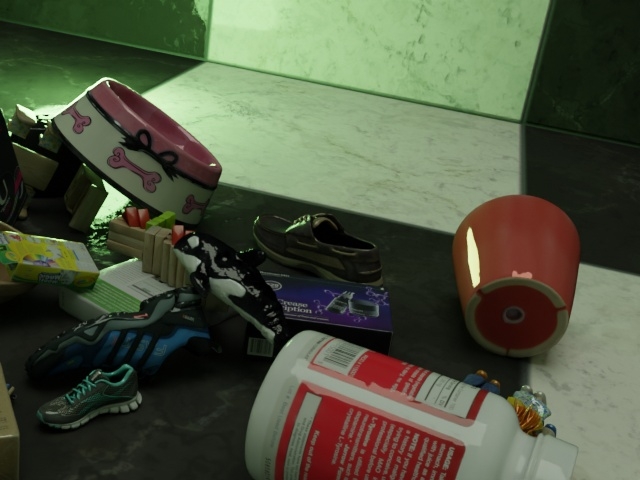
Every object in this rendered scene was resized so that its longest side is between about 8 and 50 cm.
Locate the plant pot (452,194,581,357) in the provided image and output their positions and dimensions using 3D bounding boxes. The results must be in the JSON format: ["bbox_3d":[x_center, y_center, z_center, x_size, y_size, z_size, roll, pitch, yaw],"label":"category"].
[{"bbox_3d":[0.389,0.083,1.706,0.274,0.275,0.243,12,34,6],"label":"plant pot"}]

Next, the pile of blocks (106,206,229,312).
[{"bbox_3d":[-0.271,0.009,1.652,0.148,0.113,0.362,-14,33,-43],"label":"pile of blocks"}]

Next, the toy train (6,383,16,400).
[{"bbox_3d":[-0.542,0.221,1.303,0.158,0.036,0.027,10,24,1],"label":"toy train"}]

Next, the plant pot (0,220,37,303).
[{"bbox_3d":[-0.627,0.051,1.530,0.237,0.110,0.237,25,19,-9],"label":"plant pot"}]

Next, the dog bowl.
[{"bbox_3d":[-0.400,-0.210,1.952,0.408,0.150,0.408,39,7,-6],"label":"dog bowl"}]

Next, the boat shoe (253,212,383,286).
[{"bbox_3d":[0.000,0.000,1.886,0.355,0.130,0.132,25,28,31],"label":"boat shoe"}]

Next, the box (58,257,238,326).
[{"bbox_3d":[-0.300,0.103,1.639,0.232,0.059,0.322,24,26,30],"label":"box"}]

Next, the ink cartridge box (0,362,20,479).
[{"bbox_3d":[-0.541,0.259,1.153,0.234,0.088,0.193,-4,25,-27],"label":"ink cartridge box"}]

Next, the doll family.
[{"bbox_3d":[0.267,0.275,1.374,0.262,0.119,0.163,20,26,24],"label":"doll family"}]

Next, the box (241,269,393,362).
[{"bbox_3d":[-0.005,0.150,1.586,0.261,0.103,0.184,8,21,-3],"label":"box"}]

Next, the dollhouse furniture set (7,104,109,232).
[{"bbox_3d":[-0.611,-0.138,1.889,0.242,0.212,0.161,25,14,-31],"label":"dollhouse furniture set"}]

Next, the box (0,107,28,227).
[{"bbox_3d":[-0.698,-0.125,1.693,0.143,0.270,0.165,9,55,1],"label":"box"}]

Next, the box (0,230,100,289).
[{"bbox_3d":[-0.496,0.035,1.525,0.179,0.043,0.105,14,24,-42],"label":"box"}]

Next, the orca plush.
[{"bbox_3d":[-0.128,0.063,1.429,0.151,0.102,0.287,16,25,-50],"label":"orca plush"}]

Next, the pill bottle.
[{"bbox_3d":[0.122,0.288,1.155,0.407,0.229,0.229,18,25,18],"label":"pill bottle"}]

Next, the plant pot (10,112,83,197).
[{"bbox_3d":[-0.669,-0.214,2.084,0.187,0.167,0.188,-2,27,-22],"label":"plant pot"}]

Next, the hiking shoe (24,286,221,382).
[{"bbox_3d":[-0.320,0.179,1.385,0.303,0.132,0.113,-21,-1,-14],"label":"hiking shoe"}]

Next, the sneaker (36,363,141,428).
[{"bbox_3d":[-0.351,0.231,1.301,0.166,0.076,0.065,-13,31,-40],"label":"sneaker"}]
